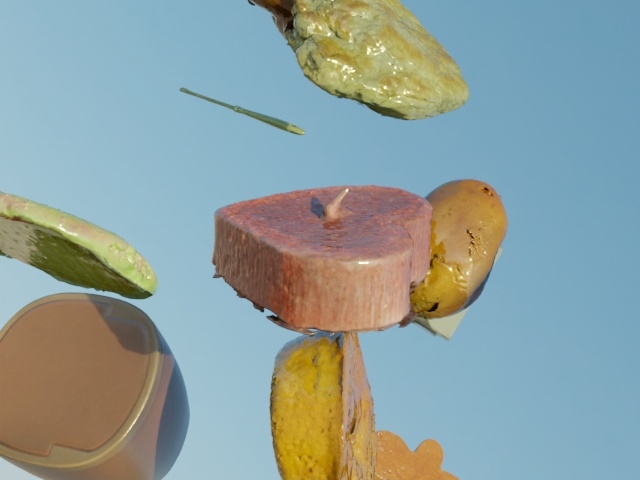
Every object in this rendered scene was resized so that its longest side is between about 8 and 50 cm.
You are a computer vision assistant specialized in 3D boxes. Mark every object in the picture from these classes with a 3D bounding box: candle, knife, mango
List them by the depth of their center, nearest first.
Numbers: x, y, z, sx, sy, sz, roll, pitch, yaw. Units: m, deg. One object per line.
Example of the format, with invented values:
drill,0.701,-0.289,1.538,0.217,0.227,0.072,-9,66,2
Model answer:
candle,0.000,0.000,1.671,0.287,0.317,0.131,7,-70,16
knife,-0.115,-0.188,1.892,0.207,0.014,0.030,21,7,19
mango,0.187,0.011,1.943,0.151,0.248,0.156,41,-30,-19

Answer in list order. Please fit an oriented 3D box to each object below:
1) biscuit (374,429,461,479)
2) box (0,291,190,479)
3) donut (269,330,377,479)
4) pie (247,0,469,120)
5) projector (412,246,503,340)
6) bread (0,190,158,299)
biscuit,0.160,0.388,2.035,0.250,0.165,0.036,36,-43,-8
box,-0.341,0.246,1.962,0.301,0.301,0.216,30,-17,32
donut,0.005,0.245,1.744,0.108,0.277,0.277,-5,-40,10
pie,0.050,-0.246,1.534,0.274,0.257,0.105,55,-53,27
projector,0.183,0.048,2.371,0.108,0.198,0.250,34,-4,-37
bread,-0.323,-0.005,1.461,0.301,0.045,0.301,18,-15,5
